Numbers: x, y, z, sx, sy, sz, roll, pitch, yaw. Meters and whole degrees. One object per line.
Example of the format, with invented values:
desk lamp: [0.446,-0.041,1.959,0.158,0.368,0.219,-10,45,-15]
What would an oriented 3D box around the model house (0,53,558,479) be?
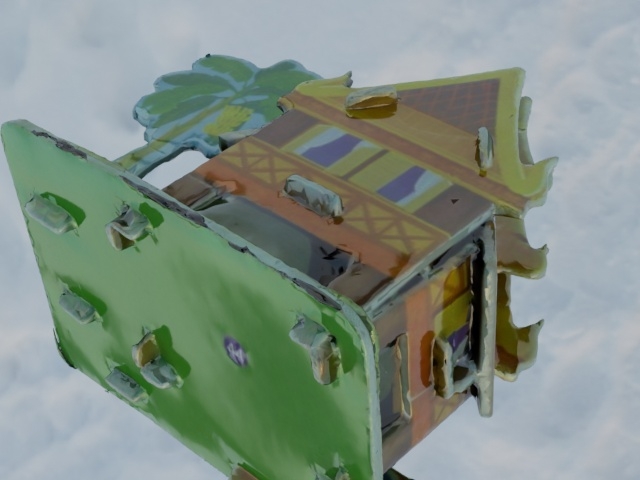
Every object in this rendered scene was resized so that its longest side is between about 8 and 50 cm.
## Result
model house: [0.000,0.000,0.874,0.358,0.313,0.242,26,135,36]
